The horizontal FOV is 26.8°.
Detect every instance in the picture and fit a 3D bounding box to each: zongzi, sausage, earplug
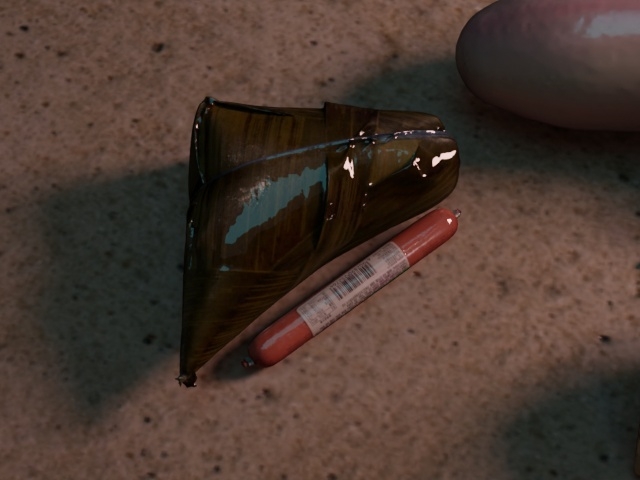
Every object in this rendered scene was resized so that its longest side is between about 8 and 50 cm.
[{"bbox_3d":[0.000,0.000,1.053,0.221,0.112,0.242,-1,61,6],"label":"zongzi"},{"bbox_3d":[0.027,0.037,1.080,0.223,0.029,0.029,-35,65,-15],"label":"sausage"},{"bbox_3d":[0.263,-0.155,1.110,0.301,0.172,0.172,-1,61,10],"label":"earplug"}]

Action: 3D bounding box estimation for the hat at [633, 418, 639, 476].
[{"bbox_3d":[0.359,0.132,0.956,0.214,0.149,0.245,-38,55,-16],"label":"hat"}]
